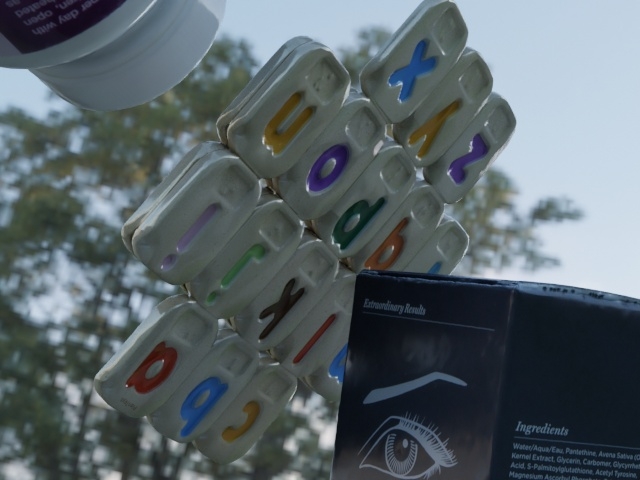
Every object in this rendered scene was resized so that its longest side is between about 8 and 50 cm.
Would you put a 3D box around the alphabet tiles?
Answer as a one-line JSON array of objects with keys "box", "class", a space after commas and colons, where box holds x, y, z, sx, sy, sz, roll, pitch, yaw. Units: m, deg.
[{"box": [0.000, 0.000, 0.784, 0.021, 0.278, 0.284, 38, -3, 30], "class": "alphabet tiles"}]

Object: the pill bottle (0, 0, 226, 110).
[{"box": [-0.163, -0.189, 0.680, 0.169, 0.169, 0.301, 2, -24, 25], "class": "pill bottle"}]

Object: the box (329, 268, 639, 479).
[{"box": [0.087, 0.123, 0.729, 0.108, 0.207, 0.153, 10, -2, -29], "class": "box"}]
